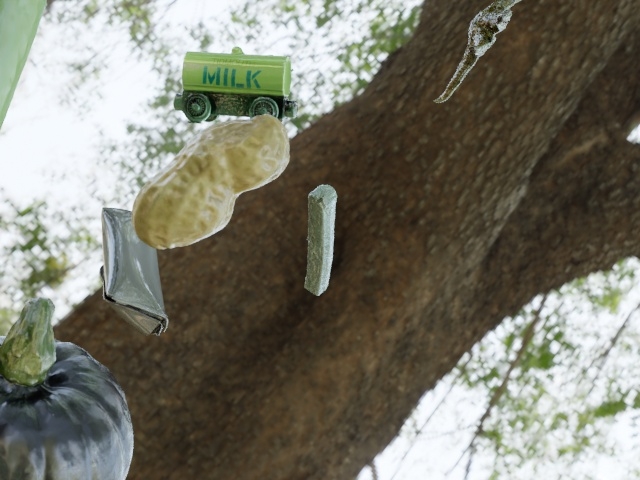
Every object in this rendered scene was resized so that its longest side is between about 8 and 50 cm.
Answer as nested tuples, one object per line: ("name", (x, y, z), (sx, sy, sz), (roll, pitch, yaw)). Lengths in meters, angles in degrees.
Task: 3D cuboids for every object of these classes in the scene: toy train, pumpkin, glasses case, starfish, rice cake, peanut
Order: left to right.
("pumpkin", (-0.365, 0.211, 1.217), (0.296, 0.296, 0.295), (28, -36, 23))
("glasses case", (-0.361, 0.057, 1.900), (0.128, 0.308, 0.083), (28, -64, -30))
("peanut", (-0.184, -0.100, 1.703), (0.147, 0.305, 0.147), (46, 0, 0))
("toy train", (-0.169, -0.306, 2.016), (0.254, 0.105, 0.157), (4, -83, 11))
("rice cake", (0.000, 0.000, 1.796), (0.042, 0.045, 0.245), (28, -39, 24))
("starfish", (0.221, -0.275, 1.376), (0.050, 0.223, 0.216), (32, -78, 7))

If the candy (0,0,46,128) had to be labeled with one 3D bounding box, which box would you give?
("candy", (-0.342, -0.117, 0.915), (0.142, 0.343, 0.132), (9, -9, 37))
